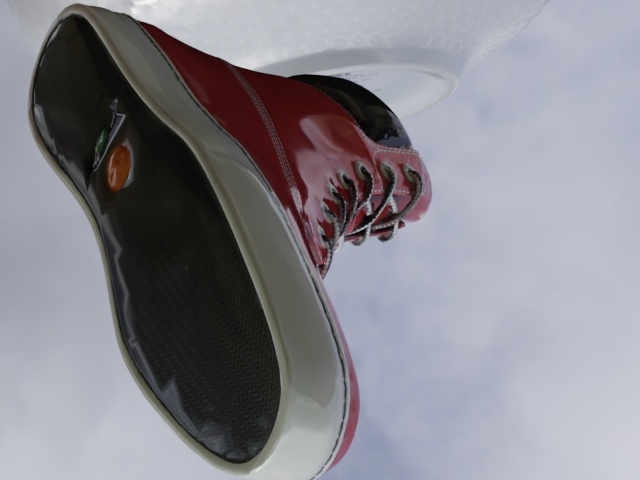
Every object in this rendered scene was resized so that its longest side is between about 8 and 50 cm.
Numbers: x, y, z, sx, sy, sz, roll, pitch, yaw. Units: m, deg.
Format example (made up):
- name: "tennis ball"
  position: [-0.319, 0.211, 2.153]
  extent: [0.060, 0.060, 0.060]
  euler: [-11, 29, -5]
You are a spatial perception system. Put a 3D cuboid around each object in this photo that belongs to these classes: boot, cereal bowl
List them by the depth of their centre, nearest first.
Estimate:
- name: "boot"
  position: [0.000, 0.000, 0.606]
  extent: [0.088, 0.176, 0.244]
  euler: [-58, -140, 27]
- name: "cereal bowl"
  position: [-0.012, -0.141, 0.882]
  extent: [0.339, 0.339, 0.141]
  euler: [-12, -99, 13]
